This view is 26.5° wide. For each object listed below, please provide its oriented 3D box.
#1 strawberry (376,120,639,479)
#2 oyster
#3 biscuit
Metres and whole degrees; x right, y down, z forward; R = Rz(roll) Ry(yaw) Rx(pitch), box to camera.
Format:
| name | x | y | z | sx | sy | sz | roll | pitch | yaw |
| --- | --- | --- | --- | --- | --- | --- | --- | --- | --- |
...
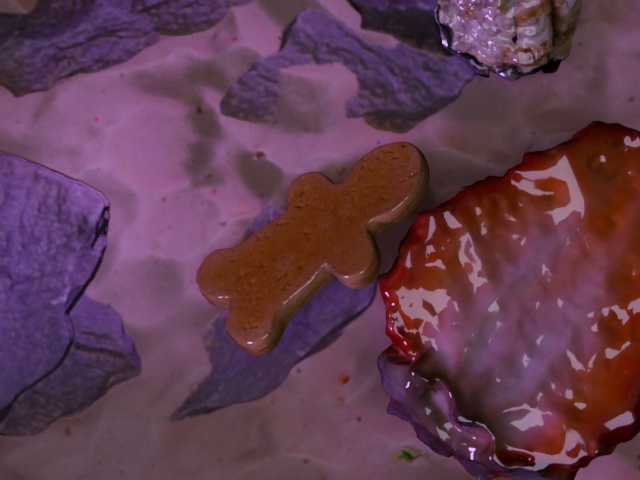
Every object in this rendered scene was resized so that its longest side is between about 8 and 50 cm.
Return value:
| name | x | y | z | sx | sy | sz | roll | pitch | yaw |
| --- | --- | --- | --- | --- | --- | --- | --- | --- | --- |
| strawberry | 0.205 | 0.057 | 1.219 | 0.265 | 0.149 | 0.336 | 36 | 82 | 14 |
| oyster | 0.158 | -0.239 | 1.232 | 0.191 | 0.081 | 0.163 | 33 | 97 | 3 |
| biscuit | 0.001 | 0.001 | 1.225 | 0.240 | 0.158 | 0.035 | -37 | 134 | 5 |
